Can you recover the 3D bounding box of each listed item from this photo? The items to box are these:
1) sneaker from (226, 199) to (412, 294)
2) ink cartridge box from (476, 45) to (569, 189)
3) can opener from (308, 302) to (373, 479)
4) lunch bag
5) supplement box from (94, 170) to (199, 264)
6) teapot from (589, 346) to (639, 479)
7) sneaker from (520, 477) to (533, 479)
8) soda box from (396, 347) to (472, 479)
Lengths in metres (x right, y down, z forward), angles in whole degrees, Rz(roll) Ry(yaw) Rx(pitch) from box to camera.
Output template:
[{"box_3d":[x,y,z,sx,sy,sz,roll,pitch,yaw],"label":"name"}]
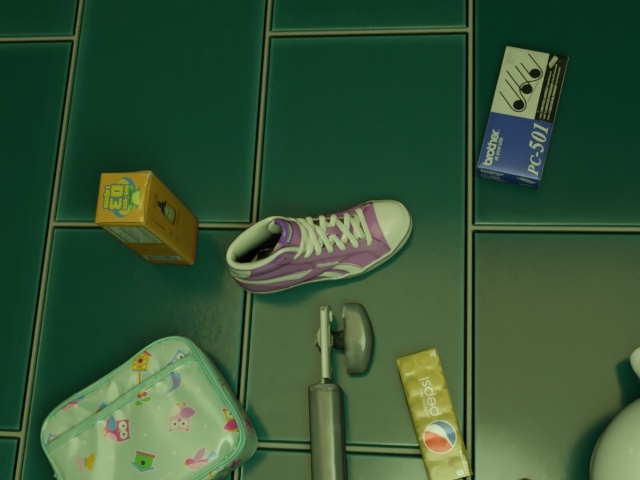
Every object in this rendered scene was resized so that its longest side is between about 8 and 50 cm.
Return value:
[{"box_3d":[0.000,0.001,1.307,0.282,0.161,0.102,-22,71,0],"label":"sneaker"},{"box_3d":[0.308,-0.189,1.378,0.097,0.046,0.207,13,76,12],"label":"ink cartridge box"},{"box_3d":[0.032,0.227,1.281,0.095,0.076,0.283,-5,75,7],"label":"can opener"},{"box_3d":[-0.252,0.280,1.287,0.279,0.108,0.224,-33,73,-2],"label":"lunch bag"},{"box_3d":[-0.246,-0.028,1.308,0.080,0.233,0.078,2,74,8],"label":"supplement box"},{"box_3d":[0.438,0.309,1.154,0.256,0.187,0.252,-37,100,-21],"label":"teapot"},{"box_3d":[0.186,0.381,1.212,0.128,0.087,0.221,40,82,15],"label":"sneaker"},{"box_3d":[0.159,0.248,1.267,0.061,0.058,0.181,-16,72,3],"label":"soda box"}]
